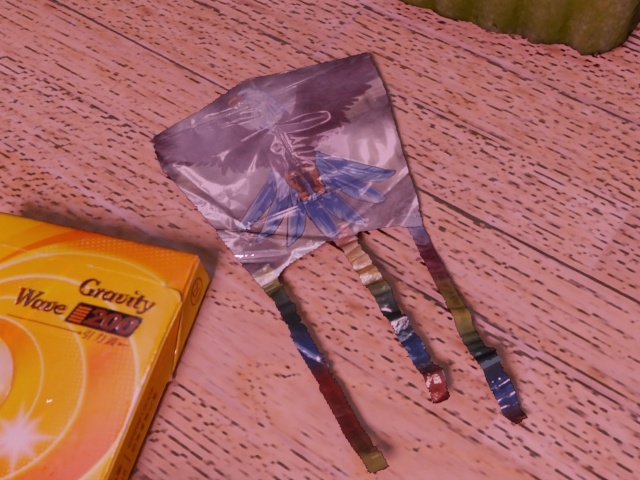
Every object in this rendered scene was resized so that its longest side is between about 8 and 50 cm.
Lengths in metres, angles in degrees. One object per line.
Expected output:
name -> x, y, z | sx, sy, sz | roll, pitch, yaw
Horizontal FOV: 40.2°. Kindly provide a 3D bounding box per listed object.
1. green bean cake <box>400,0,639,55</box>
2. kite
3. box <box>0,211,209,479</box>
green bean cake -> 0.166, -0.252, 0.637 | 0.200, 0.113, 0.214 | 18, 61, 17
kite -> 0.000, 0.001, 0.556 | 0.169, 0.015, 0.309 | -18, 56, -6
box -> -0.179, 0.112, 0.488 | 0.153, 0.043, 0.269 | 12, 61, 11
